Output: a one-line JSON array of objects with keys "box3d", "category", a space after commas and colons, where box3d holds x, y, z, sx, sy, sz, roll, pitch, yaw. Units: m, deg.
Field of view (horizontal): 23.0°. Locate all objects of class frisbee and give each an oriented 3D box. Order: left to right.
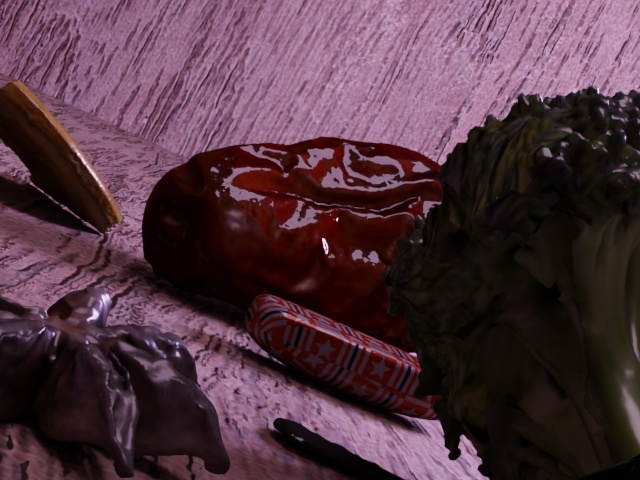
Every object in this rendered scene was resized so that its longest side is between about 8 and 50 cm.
[{"box3d": [0.077, 0.168, 1.045, 0.211, 0.012, 0.187, 27, 4, 22], "category": "frisbee"}]

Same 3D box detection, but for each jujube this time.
[{"box3d": [0.000, 0.000, 1.488, 0.342, 0.216, 0.216, 6, 13, -30], "category": "jujube"}]

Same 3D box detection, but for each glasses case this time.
[{"box3d": [0.027, 0.103, 1.295, 0.194, 0.049, 0.073, 24, 6, -13], "category": "glasses case"}]

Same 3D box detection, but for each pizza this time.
[{"box3d": [-0.270, -0.081, 1.576, 0.181, 0.034, 0.262, 51, -15, -14], "category": "pizza"}]

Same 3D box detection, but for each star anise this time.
[{"box3d": [-0.122, 0.066, 0.810, 0.172, 0.063, 0.208, 29, 6, 30], "category": "star anise"}]

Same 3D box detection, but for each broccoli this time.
[{"box3d": [0.205, 0.061, 0.975, 0.302, 0.249, 0.375, 42, -28, 42], "category": "broccoli"}]

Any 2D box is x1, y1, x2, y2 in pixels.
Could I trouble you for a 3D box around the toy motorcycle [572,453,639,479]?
[{"box3d": [0.243, 0.114, 0.712, 0.125, 0.331, 0.196, -19, 83, -60], "category": "toy motorcycle"}]
